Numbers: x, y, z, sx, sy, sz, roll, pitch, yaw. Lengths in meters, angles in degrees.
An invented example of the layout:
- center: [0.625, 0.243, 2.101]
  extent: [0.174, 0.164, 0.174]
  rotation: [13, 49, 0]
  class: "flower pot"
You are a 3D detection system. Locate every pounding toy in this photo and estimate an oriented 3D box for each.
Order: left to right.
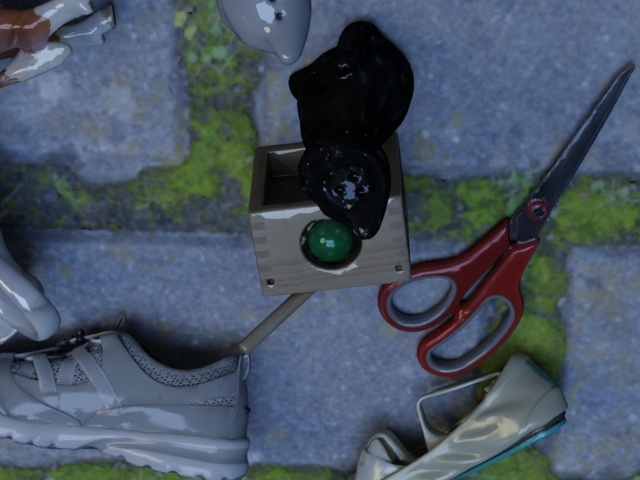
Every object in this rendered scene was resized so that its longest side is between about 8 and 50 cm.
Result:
- center: [0.000, 0.000, 1.221]
  extent: [0.130, 0.141, 0.100]
  rotation: [-6, 118, 4]
  class: "pounding toy"

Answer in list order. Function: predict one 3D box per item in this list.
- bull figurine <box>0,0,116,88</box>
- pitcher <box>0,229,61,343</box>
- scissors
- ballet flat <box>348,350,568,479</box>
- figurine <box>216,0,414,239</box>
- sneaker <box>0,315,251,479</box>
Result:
- center: [-0.252, -0.238, 1.119]
  extent: [0.189, 0.101, 0.310]
  rotation: [-7, 120, 0]
  class: "bull figurine"
- center: [-0.281, -0.009, 1.207]
  extent: [0.125, 0.178, 0.207]
  rotation: [-47, 114, -25]
  class: "pitcher"
- center: [0.166, -0.007, 1.288]
  extent: [0.109, 0.021, 0.297]
  rotation: [40, 111, -16]
  class: "scissors"
- center: [0.087, 0.173, 1.359]
  extent: [0.248, 0.086, 0.086]
  rotation: [-35, 112, 16]
  class: "ballet flat"
- center: [-0.006, -0.129, 1.113]
  extent: [0.092, 0.209, 0.214]
  rotation: [-21, 116, 12]
  class: "figurine"
- center: [-0.187, 0.114, 1.331]
  extent: [0.281, 0.105, 0.115]
  rotation: [12, 84, -1]
  class: "sneaker"
